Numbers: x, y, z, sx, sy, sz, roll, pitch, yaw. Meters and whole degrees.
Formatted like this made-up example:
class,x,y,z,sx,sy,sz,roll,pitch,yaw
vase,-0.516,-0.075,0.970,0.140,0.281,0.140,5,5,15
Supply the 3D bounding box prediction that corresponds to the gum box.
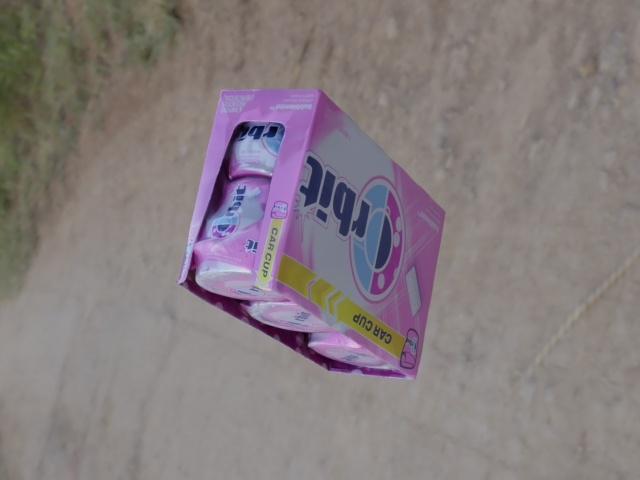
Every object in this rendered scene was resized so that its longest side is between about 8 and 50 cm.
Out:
class,x,y,z,sx,sy,sz,roll,pitch,yaw
gum box,0.000,0.000,0.722,0.062,0.188,0.107,3,72,29
